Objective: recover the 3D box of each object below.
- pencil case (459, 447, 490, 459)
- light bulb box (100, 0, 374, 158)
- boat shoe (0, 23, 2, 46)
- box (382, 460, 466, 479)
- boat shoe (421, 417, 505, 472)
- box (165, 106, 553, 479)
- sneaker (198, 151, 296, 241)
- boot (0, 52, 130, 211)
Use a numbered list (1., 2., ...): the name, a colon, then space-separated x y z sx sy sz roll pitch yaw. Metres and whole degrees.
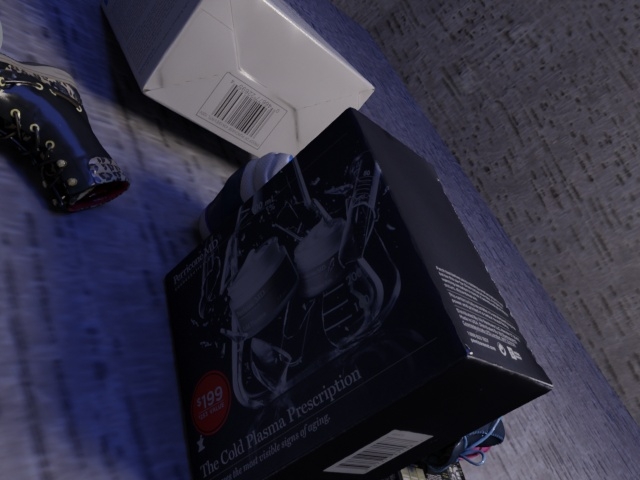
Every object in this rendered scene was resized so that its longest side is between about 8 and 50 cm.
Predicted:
1. pencil case: 0.252 0.294 1.117 0.098 0.095 0.209 78 -2 -45
2. light bulb box: -0.155 -0.350 1.066 0.358 0.225 0.361 26 22 -43
3. boat shoe: -0.480 -0.229 0.582 0.303 0.091 0.114 6 86 -59
4. box: 0.128 0.330 0.866 0.180 0.078 0.147 29 32 -39
5. boat shoe: 0.150 0.267 0.805 0.259 0.109 0.088 15 48 -27
6. box: 0.009 0.093 0.672 0.179 0.343 0.312 26 34 -43
7. sneaker: 0.000 -0.001 0.880 0.323 0.236 0.130 35 46 -22
8. boot: -0.337 -0.119 0.678 0.178 0.085 0.236 56 24 6
